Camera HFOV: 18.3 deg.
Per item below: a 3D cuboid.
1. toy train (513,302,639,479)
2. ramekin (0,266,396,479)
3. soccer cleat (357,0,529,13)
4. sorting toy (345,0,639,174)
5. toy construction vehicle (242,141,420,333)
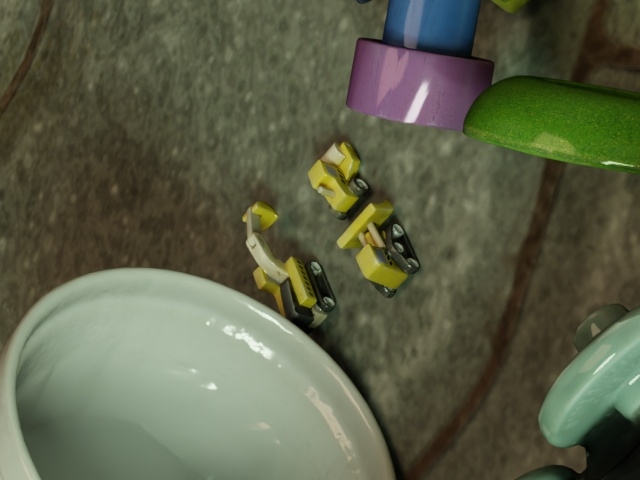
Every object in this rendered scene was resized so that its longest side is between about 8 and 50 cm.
[{"bbox_3d":[0.124,0.136,0.727,0.142,0.190,0.334,50,121,25],"label":"toy train"},{"bbox_3d":[-0.077,0.124,0.959,0.109,0.207,0.207,-53,44,37],"label":"ramekin"},{"bbox_3d":[0.110,-0.171,0.935,0.289,0.093,0.121,-1,109,45],"label":"soccer cleat"},{"bbox_3d":[0.146,-0.085,0.802,0.365,0.127,0.126,20,103,50],"label":"sorting toy"},{"bbox_3d":[0.000,0.000,1.030,0.086,0.035,0.098,-45,48,31],"label":"toy construction vehicle"}]
